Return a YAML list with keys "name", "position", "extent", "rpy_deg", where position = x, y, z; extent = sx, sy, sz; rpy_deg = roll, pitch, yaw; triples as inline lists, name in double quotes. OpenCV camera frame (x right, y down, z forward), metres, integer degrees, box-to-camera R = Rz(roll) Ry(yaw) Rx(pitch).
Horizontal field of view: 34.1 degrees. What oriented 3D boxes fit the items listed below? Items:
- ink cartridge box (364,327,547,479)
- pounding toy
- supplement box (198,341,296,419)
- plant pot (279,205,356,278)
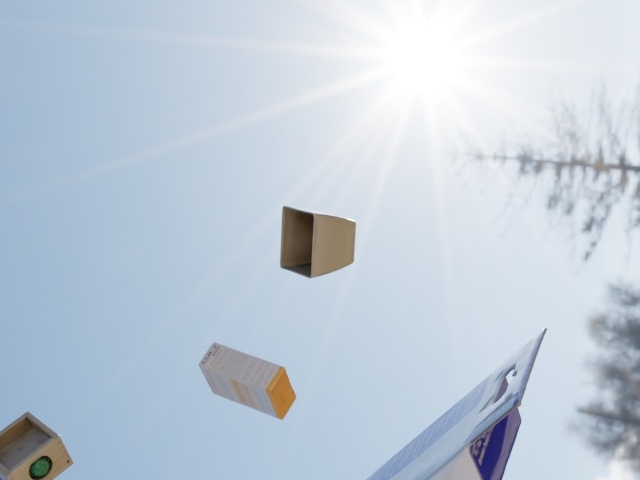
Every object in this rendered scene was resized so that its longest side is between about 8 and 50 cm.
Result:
- name: "ink cartridge box"
  position: [0.082, 0.241, 0.965]
  extent: [0.371, 0.069, 0.176]
  rpy_deg: [-48, -3, 24]
- name: "pounding toy"
  position: [-0.504, 0.394, 1.801]
  extent: [0.130, 0.141, 0.100]
  rpy_deg: [-38, -49, -29]
- name: "supplement box"
  position: [-0.082, 0.158, 1.177]
  extent: [0.036, 0.098, 0.062]
  rpy_deg: [-57, -31, -31]
- name: "plant pot"
  position: [0.000, 0.000, 1.773]
  extent: [0.096, 0.109, 0.109]
  rpy_deg: [-2, -80, -32]
